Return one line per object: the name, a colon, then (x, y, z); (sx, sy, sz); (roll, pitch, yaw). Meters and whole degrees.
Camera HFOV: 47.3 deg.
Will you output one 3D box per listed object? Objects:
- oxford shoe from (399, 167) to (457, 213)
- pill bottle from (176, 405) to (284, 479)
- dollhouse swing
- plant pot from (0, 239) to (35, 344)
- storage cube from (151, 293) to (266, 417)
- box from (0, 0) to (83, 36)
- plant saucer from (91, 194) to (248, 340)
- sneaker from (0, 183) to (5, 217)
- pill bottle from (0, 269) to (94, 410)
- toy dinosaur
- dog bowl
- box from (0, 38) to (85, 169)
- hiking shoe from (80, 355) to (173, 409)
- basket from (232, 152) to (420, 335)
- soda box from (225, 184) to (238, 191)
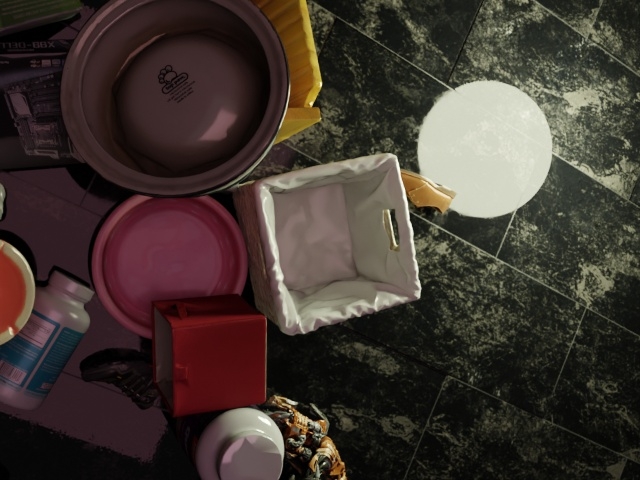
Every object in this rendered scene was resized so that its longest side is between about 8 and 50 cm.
oxford shoe: (0.237, -0.126, 1.803); (0.212, 0.076, 0.076); (24, 94, -19)
pill bottle: (-0.188, 0.421, 1.526); (0.181, 0.323, 0.181); (-1, 92, -21)
dollhouse swing: (-0.228, -0.371, 1.459); (0.305, 0.315, 0.347); (1, 75, -46)
plant pot: (-0.670, 0.096, 1.317); (0.275, 0.243, 0.275); (8, 81, -57)
storage cube: (-0.230, 0.225, 1.492); (0.193, 0.183, 0.215); (-3, 103, -25)
box: (-0.629, -0.559, 1.396); (0.322, 0.058, 0.232); (60, 35, -11)
plant saucer: (-0.326, 0.048, 1.587); (0.332, 0.084, 0.332); (-1, 93, -20)
sneaker: (-0.716, -0.073, 1.379); (0.232, 0.115, 0.090); (-2, 126, -28)
pill bottle: (-0.564, 0.195, 1.468); (0.146, 0.146, 0.264); (33, 80, -19)
toy dinosaur: (-0.030, 0.510, 1.691); (0.322, 0.164, 0.218); (40, 61, 4)
dog bowl: (-0.250, -0.260, 1.336); (0.408, 0.150, 0.408); (-1, 81, 4)
box: (-0.590, -0.261, 1.418); (0.307, 0.076, 0.242); (-7, 127, -21)
hiking shoe: (-0.397, 0.309, 1.568); (0.227, 0.086, 0.114); (3, 88, -22)
basket: (0.000, 0.000, 1.612); (0.331, 0.266, 0.328); (-13, 97, -21)
soda box: (-0.317, -0.176, 1.577); (0.286, 0.091, 0.098); (11, 86, -21)
